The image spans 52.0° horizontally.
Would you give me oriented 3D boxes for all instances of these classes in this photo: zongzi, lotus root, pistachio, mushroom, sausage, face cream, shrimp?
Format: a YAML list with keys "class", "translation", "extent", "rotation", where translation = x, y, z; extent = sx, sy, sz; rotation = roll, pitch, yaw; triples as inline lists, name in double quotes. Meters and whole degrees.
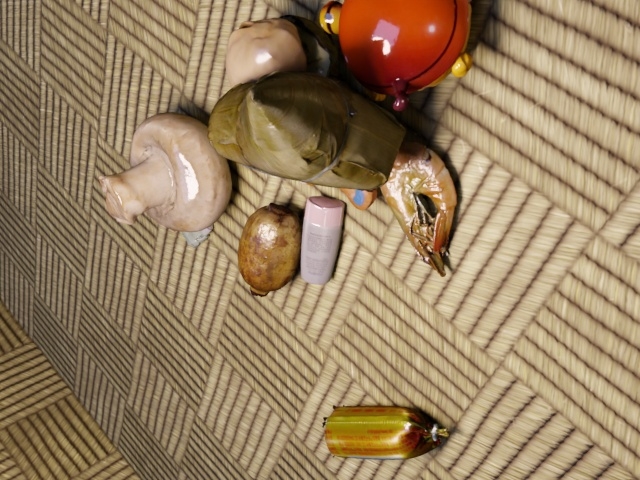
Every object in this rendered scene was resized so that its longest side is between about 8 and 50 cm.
- class: "zongzi"
  translation: [-0.105, -0.199, 1.056]
  extent: [0.356, 0.393, 0.174]
  rotation: [14, 94, 34]
- class: "lotus root"
  translation: [-0.117, 0.030, 1.501]
  extent: [0.145, 0.128, 0.260]
  rotation: [21, 124, 3]
- class: "pistachio"
  translation: [-0.109, -0.336, 1.234]
  extent: [0.152, 0.126, 0.223]
  rotation: [37, 156, -18]
- class: "mushroom"
  translation: [-0.365, -0.148, 1.548]
  extent: [0.297, 0.290, 0.297]
  rotation: [21, 123, 36]
- class: "lotus root"
  translation: [-0.013, -0.341, 1.278]
  extent: [0.203, 0.078, 0.183]
  rotation: [54, 148, 17]
- class: "sausage"
  translation: [0.147, 0.417, 1.442]
  extent: [0.317, 0.117, 0.125]
  rotation: [-18, 110, 45]
- class: "face cream"
  translation: [0.000, 0.000, 1.428]
  extent: [0.084, 0.057, 0.198]
  rotation: [11, 120, 4]
- class: "shrimp"
  translation: [0.194, -0.057, 1.221]
  extent: [0.145, 0.061, 0.267]
  rotation: [-11, 98, 37]

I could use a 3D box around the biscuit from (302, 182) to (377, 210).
- class: "biscuit"
  translation: [-0.013, -0.183, 1.293]
  extent: [0.324, 0.049, 0.205]
  rotation: [37, 143, 29]

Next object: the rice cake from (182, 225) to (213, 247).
- class: "rice cake"
  translation: [-0.362, -0.091, 1.758]
  extent: [0.211, 0.038, 0.124]
  rotation: [57, 136, 7]

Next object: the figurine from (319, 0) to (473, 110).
- class: "figurine"
  translation: [0.123, -0.374, 1.040]
  extent: [0.320, 0.196, 0.323]
  rotation: [-10, 100, 37]
